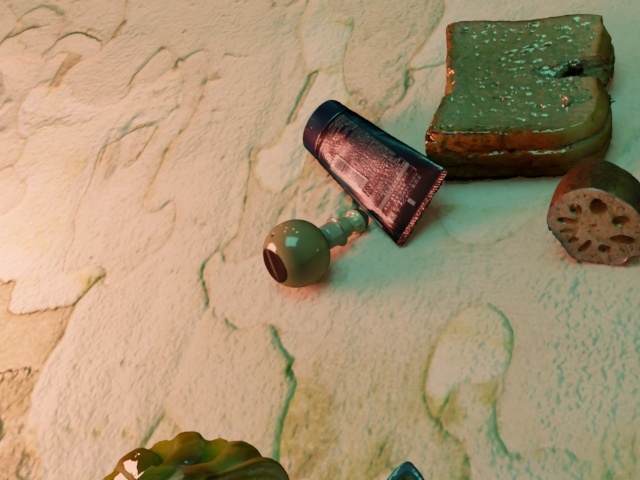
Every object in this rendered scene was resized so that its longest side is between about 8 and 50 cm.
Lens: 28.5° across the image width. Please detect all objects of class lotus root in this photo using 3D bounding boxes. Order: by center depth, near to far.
[{"bbox_3d":[0.348,-0.036,1.549,0.112,0.122,0.081,-16,29,43],"label":"lotus root"}]

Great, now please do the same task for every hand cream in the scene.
[{"bbox_3d":[0.068,-0.106,1.758,0.120,0.061,0.270,-57,42,11],"label":"hand cream"}]

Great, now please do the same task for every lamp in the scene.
[{"bbox_3d":[0.000,0.000,1.687,0.163,0.091,0.091,-29,40,-32],"label":"lamp"}]

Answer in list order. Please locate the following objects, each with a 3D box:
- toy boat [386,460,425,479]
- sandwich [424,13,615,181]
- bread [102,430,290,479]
[{"bbox_3d":[0.082,0.333,1.285,0.109,0.098,0.237,4,45,2],"label":"toy boat"},{"bbox_3d":[0.285,-0.202,1.760,0.249,0.095,0.273,-1,45,16],"label":"sandwich"},{"bbox_3d":[-0.178,0.293,1.401,0.261,0.158,0.156,-34,40,-16],"label":"bread"}]
